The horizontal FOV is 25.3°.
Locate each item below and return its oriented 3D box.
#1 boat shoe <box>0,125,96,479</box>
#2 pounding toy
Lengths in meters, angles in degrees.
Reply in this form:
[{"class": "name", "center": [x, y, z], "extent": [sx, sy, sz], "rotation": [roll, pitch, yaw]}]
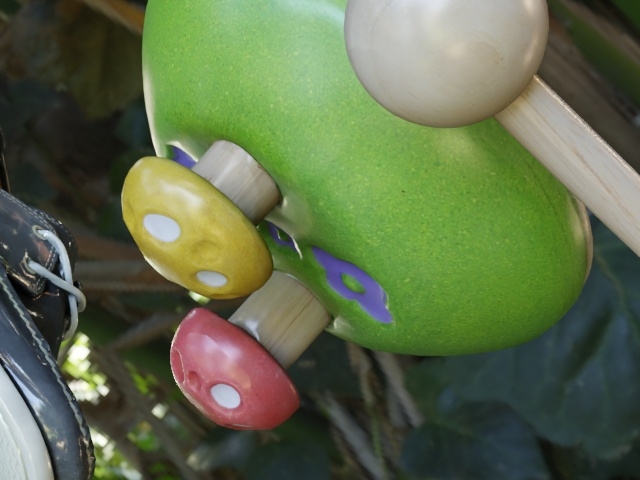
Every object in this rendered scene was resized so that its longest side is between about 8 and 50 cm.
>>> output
[{"class": "boat shoe", "center": [-0.130, 0.014, 0.566], "extent": [0.079, 0.084, 0.233], "rotation": [-15, 38, -21]}, {"class": "pounding toy", "center": [0.000, 0.000, 0.459], "extent": [0.110, 0.183, 0.237], "rotation": [-48, 25, -19]}]
